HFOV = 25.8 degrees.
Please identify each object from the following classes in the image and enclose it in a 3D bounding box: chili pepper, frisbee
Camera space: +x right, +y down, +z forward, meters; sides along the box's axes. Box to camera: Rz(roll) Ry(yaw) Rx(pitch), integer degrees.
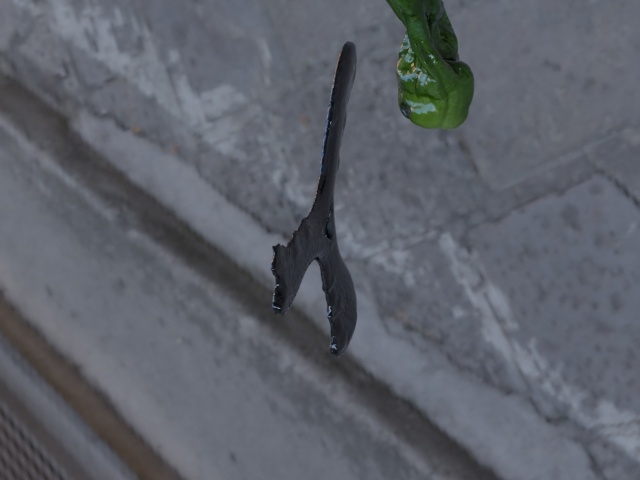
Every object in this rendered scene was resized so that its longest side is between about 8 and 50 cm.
[{"bbox_3d":[0.030,-0.070,0.446,0.030,0.034,0.091,31,162,37],"label":"chili pepper"},{"bbox_3d":[0.000,0.000,0.847,0.012,0.187,0.211,6,115,14],"label":"frisbee"}]
